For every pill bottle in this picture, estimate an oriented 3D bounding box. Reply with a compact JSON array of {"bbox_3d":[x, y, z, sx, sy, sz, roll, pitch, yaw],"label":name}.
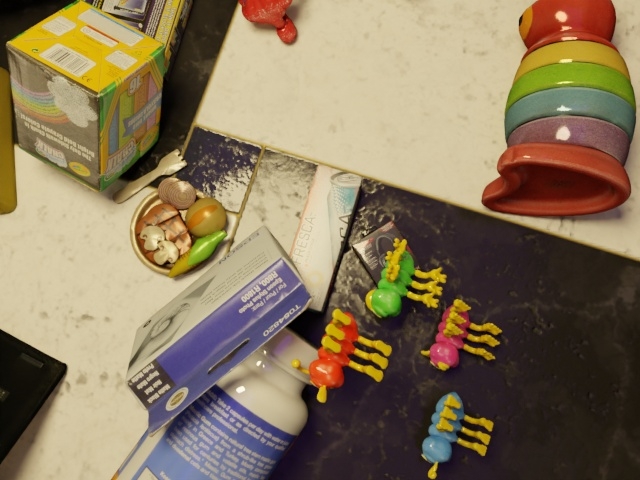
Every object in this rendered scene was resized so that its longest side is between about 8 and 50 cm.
[{"bbox_3d":[-0.110,0.219,0.766,0.152,0.152,0.272,35,84,7],"label":"pill bottle"}]

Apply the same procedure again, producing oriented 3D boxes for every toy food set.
[{"bbox_3d":[-0.191,-0.019,0.865,0.132,0.038,0.192,-34,81,-3],"label":"toy food set"}]

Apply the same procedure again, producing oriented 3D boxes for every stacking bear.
[{"bbox_3d":[0.306,-0.190,0.819,0.164,0.175,0.288,8,74,6],"label":"stacking bear"}]

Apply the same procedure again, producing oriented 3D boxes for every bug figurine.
[{"bbox_3d":[0.104,0.135,0.768,0.279,0.072,0.216,40,63,-25],"label":"bug figurine"}]

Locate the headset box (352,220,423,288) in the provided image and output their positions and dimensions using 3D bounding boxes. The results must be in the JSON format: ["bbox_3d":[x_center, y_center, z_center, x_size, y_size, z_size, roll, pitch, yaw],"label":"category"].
[{"bbox_3d":[0.084,0.019,0.850,0.062,0.032,0.083,-31,82,-3],"label":"headset box"}]

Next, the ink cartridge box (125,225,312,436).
[{"bbox_3d":[-0.124,0.088,0.750,0.223,0.224,0.045,-40,109,-1],"label":"ink cartridge box"}]

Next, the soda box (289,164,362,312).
[{"bbox_3d":[0.000,0.000,0.844,0.063,0.058,0.183,16,82,5],"label":"soda box"}]

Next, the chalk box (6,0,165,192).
[{"bbox_3d":[-0.292,-0.163,0.830,0.132,0.213,0.132,29,50,5],"label":"chalk box"}]

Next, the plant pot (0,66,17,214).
[{"bbox_3d":[-0.538,-0.145,0.827,0.212,0.187,0.212,-7,80,1],"label":"plant pot"}]

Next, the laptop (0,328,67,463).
[{"bbox_3d":[-0.597,0.261,0.764,0.382,0.236,0.408,31,44,-7],"label":"laptop"}]

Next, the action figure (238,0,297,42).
[{"bbox_3d":[-0.090,-0.407,0.871,0.092,0.139,0.280,-9,123,33],"label":"action figure"}]

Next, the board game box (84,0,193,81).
[{"bbox_3d":[-0.260,-0.323,0.914,0.141,0.048,0.170,15,81,3],"label":"board game box"}]
